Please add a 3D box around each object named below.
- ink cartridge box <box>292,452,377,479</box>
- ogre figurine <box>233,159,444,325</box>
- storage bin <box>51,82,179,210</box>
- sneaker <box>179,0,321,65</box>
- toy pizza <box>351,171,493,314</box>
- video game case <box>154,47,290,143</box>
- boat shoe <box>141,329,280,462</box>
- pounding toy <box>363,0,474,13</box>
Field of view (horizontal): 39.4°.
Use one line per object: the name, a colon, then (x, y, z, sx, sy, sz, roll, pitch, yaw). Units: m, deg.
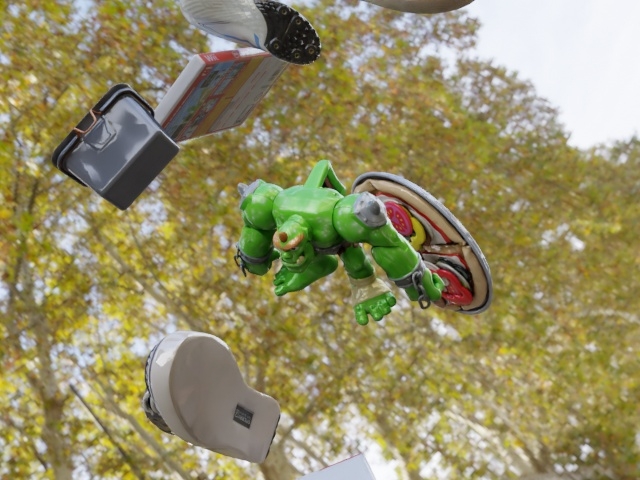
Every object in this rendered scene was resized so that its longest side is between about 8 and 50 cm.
ink cartridge box: (0.025, 0.347, 1.083, 0.109, 0.063, 0.151, -20, -57, -10)
ogre figurine: (0.000, 0.000, 0.776, 0.097, 0.197, 0.118, -42, -45, -21)
storage bin: (-0.243, -0.109, 1.080, 0.135, 0.091, 0.098, -49, -29, -2)
sneaker: (-0.107, -0.341, 1.401, 0.086, 0.237, 0.085, -64, -3, -88)
toy pizza: (0.102, 0.011, 0.975, 0.032, 0.201, 0.201, -43, -40, -20)
video game case: (-0.168, -0.243, 1.492, 0.204, 0.025, 0.285, -46, -10, 32)
boat shoe: (-0.178, 0.199, 1.139, 0.340, 0.158, 0.127, 62, -138, -57)
pounding toy: (0.080, -0.319, 0.848, 0.270, 0.154, 0.155, -81, -8, -46)
